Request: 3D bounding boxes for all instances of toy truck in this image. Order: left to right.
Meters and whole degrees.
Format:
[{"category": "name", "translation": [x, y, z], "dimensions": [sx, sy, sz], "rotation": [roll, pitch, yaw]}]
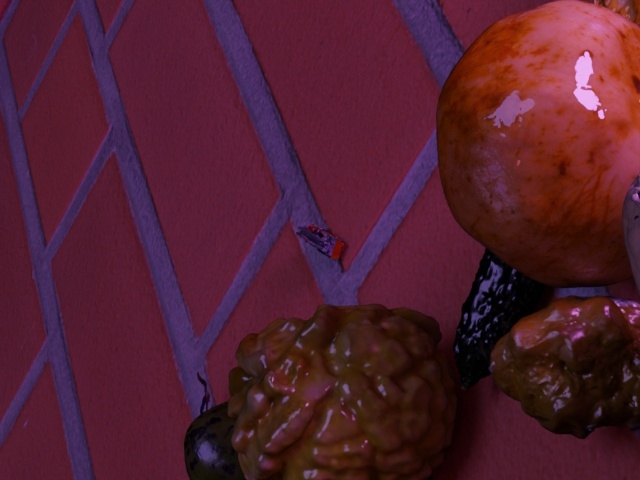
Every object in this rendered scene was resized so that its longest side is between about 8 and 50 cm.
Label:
[{"category": "toy truck", "translation": [0.000, 0.000, 2.254], "dimensions": [0.083, 0.032, 0.024], "rotation": [37, 111, 63]}]

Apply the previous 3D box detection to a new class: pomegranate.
[{"category": "pomegranate", "translation": [-0.097, 0.249, 2.204], "dimensions": [0.161, 0.122, 0.122], "rotation": [101, 168, -50]}, {"category": "pomegranate", "translation": [0.216, -0.082, 1.672], "dimensions": [0.248, 0.248, 0.248], "rotation": [-41, 40, 46]}]

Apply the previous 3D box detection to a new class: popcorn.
[{"category": "popcorn", "translation": [0.014, 0.161, 1.942], "dimensions": [0.259, 0.212, 0.259], "rotation": [-28, 52, 45]}]

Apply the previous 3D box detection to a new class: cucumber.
[{"category": "cucumber", "translation": [0.191, 0.004, 1.842], "dimensions": [0.300, 0.072, 0.072], "rotation": [-65, 27, 13]}]

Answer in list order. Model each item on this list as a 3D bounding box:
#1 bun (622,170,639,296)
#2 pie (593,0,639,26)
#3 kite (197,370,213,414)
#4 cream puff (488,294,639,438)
[{"category": "bun", "translation": [0.343, -0.019, 1.409], "dimensions": [0.287, 0.146, 0.287], "rotation": [-20, 50, 26]}, {"category": "pie", "translation": [0.350, -0.303, 1.722], "dimensions": [0.315, 0.092, 0.315], "rotation": [-31, 52, 49]}, {"category": "kite", "translation": [-0.137, 0.267, 2.300], "dimensions": [0.141, 0.015, 0.245], "rotation": [82, -176, -45]}, {"category": "cream puff", "translation": [0.225, 0.117, 1.653], "dimensions": [0.146, 0.146, 0.116], "rotation": [-49, 51, 37]}]
